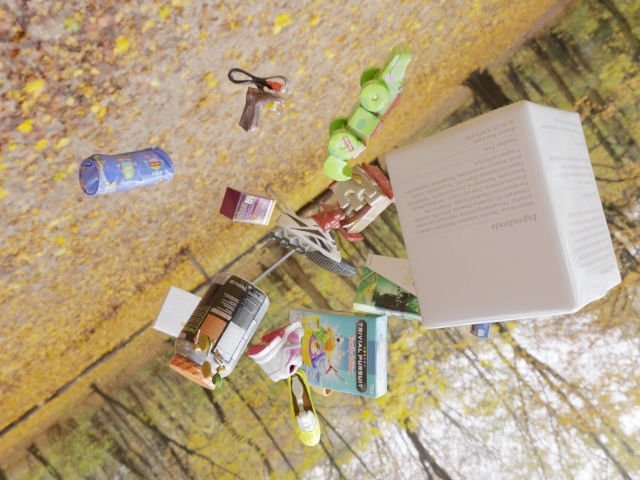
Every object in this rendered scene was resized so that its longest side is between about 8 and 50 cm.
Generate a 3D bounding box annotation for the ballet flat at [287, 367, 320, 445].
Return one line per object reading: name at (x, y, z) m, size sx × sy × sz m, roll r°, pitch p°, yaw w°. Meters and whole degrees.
ballet flat at (-0.055, 0.489, 1.615) m, size 0.077 × 0.231 × 0.077 m, roll -13°, pitch 165°, yaw -5°

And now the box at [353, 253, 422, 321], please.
box at (0.303, 0.175, 2.029) m, size 0.058 × 0.322 × 0.232 m, roll 74°, pitch 29°, yaw -50°

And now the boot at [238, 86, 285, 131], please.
boot at (-0.153, -0.331, 1.427) m, size 0.037 × 0.106 × 0.114 m, roll -42°, pitch 148°, yaw -73°

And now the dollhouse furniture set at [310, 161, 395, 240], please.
dollhouse furniture set at (0.076, -0.120, 1.589) m, size 0.201 × 0.152 × 0.374 m, roll -43°, pitch 162°, yaw 19°

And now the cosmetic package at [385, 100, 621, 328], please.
cosmetic package at (0.392, -0.047, 1.179) m, size 0.327 × 0.393 × 0.329 m, roll -16°, pitch 175°, yaw 41°

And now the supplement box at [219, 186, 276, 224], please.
supplement box at (-0.261, -0.123, 1.976) m, size 0.188 × 0.081 × 0.104 m, roll 7°, pitch 104°, yaw -55°

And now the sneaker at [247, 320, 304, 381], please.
sneaker at (-0.098, 0.288, 1.409) m, size 0.103 × 0.111 × 0.252 m, roll -27°, pitch 180°, yaw 20°

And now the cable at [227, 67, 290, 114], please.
cable at (-0.243, -0.632, 2.195) m, size 0.139 × 0.287 × 0.072 m, roll -59°, pitch 173°, yaw 17°

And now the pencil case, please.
pencil case at (-0.612, -0.227, 1.750) m, size 0.119 × 0.133 × 0.306 m, roll 6°, pitch -162°, yaw 35°

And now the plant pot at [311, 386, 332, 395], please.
plant pot at (-0.029, 0.474, 2.132) m, size 0.205 × 0.188 × 0.205 m, roll 15°, pitch 90°, yaw -71°

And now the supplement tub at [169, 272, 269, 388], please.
supplement tub at (-0.307, 0.272, 1.655) m, size 0.316 × 0.193 × 0.193 m, roll -60°, pitch -172°, yaw -24°

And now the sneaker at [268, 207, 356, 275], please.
sneaker at (0.000, 0.000, 1.878) m, size 0.146 × 0.330 × 0.122 m, roll -61°, pitch -171°, yaw -22°

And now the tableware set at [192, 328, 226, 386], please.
tableware set at (-0.298, 0.317, 1.475) m, size 0.024 × 0.154 × 0.104 m, roll 3°, pitch 113°, yaw -44°

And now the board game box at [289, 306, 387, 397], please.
board game box at (0.053, 0.363, 1.824) m, size 0.336 × 0.254 × 0.079 m, roll 0°, pitch -179°, yaw 33°

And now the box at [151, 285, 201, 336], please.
box at (-0.560, 0.279, 2.129) m, size 0.091 × 0.130 × 0.170 m, roll -20°, pitch -134°, yaw 64°

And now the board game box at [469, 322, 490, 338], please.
board game box at (0.464, 0.172, 1.560) m, size 0.136 × 0.035 × 0.201 m, roll 32°, pitch 68°, yaw -81°

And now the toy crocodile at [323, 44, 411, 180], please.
toy crocodile at (0.103, -0.280, 1.235) m, size 0.340 × 0.105 × 0.115 m, roll -55°, pitch -163°, yaw 27°
